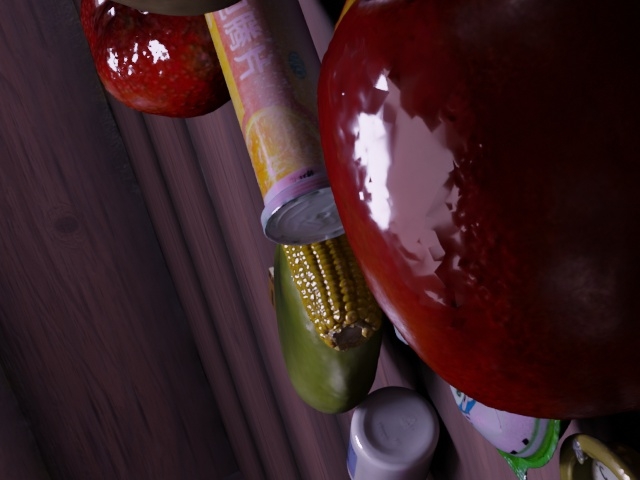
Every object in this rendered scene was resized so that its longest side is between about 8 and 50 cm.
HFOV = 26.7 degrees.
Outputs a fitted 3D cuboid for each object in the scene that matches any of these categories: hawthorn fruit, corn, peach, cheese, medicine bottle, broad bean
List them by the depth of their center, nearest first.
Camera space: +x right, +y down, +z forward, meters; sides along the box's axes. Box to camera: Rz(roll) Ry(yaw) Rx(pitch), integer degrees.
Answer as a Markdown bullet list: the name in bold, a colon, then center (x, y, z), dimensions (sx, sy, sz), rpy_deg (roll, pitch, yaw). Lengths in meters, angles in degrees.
- **peach**: center (0.109, -0.023, 0.790), dimensions (0.258, 0.201, 0.361), rpy_deg (45, 155, 59)
- **cheese**: center (0.140, 0.039, 1.040), dimensions (0.204, 0.083, 0.320), rpy_deg (-126, 26, -61)
- **medicine bottle**: center (-0.062, -0.204, 1.292), dimensions (0.108, 0.108, 0.426), rpy_deg (94, 159, -64)
- **corn**: center (0.000, 0.000, 1.314), dimensions (0.080, 0.080, 0.238), rpy_deg (90, 164, -60)
- **broad bean**: center (0.011, 0.064, 1.514), dimensions (0.291, 0.119, 0.238), rpy_deg (93, 167, -51)
- **hawthorn fruit**: center (-0.166, -0.243, 1.585), dimensions (0.230, 0.210, 0.266), rpy_deg (56, 179, 21)
- **medicine bottle**: center (0.084, 0.252, 1.613), dimensions (0.186, 0.103, 0.103), rpy_deg (92, 152, -63)

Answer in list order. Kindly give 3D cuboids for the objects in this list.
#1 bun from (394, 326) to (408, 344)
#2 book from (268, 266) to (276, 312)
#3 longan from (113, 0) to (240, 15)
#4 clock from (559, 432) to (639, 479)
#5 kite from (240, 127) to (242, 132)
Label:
- **bun**: center (0.093, 0.065, 1.363), dimensions (0.083, 0.045, 0.083), rpy_deg (166, 90, -86)
- **book**: center (-0.043, 0.138, 2.161), dimensions (0.118, 0.012, 0.172), rpy_deg (93, 152, -61)
- **longan**: center (-0.133, -0.339, 1.096), dimensions (0.319, 0.319, 0.319), rpy_deg (157, 90, -78)
- **clock**: center (0.253, 0.240, 0.991), dimensions (0.237, 0.057, 0.237), rpy_deg (157, 90, -80)
- **kite**: center (-0.104, -0.189, 1.847), dimensions (0.190, 0.010, 0.159), rpy_deg (90, 156, -57)
